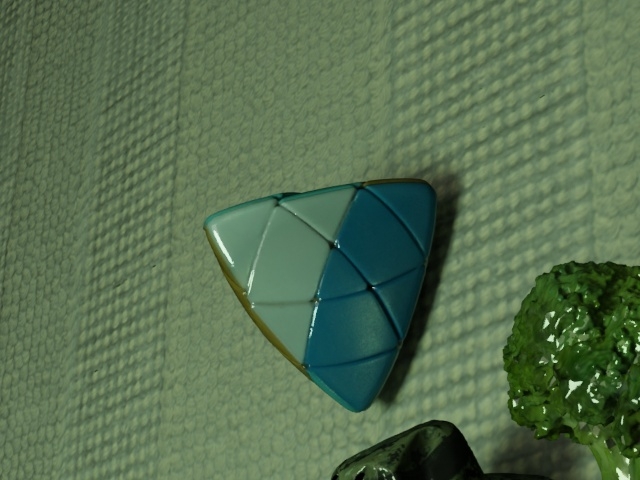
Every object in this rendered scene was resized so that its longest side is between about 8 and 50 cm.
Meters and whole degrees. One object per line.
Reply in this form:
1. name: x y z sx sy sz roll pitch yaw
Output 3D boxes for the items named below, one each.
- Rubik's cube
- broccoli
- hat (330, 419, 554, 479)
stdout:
1. Rubik's cube: 0.000 0.000 1.721 0.254 0.254 0.254 -29 51 44
2. broccoli: 0.272 0.141 1.321 0.302 0.186 0.254 55 157 29
3. hat: 0.080 0.228 1.457 0.265 0.265 0.128 -18 102 50
